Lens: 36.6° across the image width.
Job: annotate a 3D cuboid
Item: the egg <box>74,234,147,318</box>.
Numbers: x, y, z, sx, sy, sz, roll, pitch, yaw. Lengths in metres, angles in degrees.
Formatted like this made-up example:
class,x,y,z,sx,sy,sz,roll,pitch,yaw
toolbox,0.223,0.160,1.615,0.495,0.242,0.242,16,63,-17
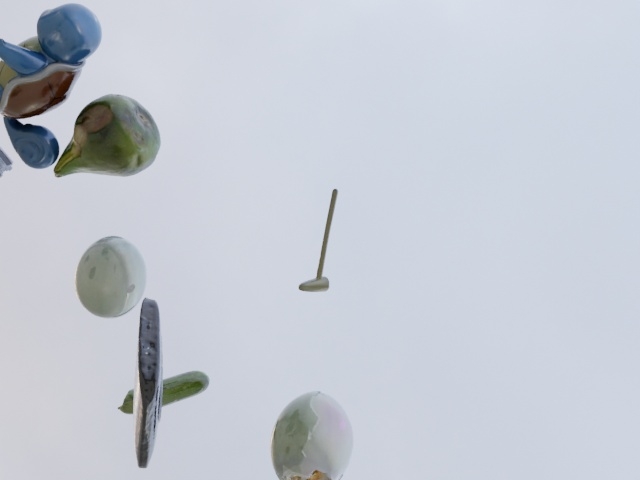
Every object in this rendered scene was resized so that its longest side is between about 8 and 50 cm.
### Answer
class,x,y,z,sx,sy,sz,roll,pitch,yaw
egg,-0.442,0.075,2.052,0.151,0.151,0.209,42,-45,18

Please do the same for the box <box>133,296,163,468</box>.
class,x,y,z,sx,sy,sz,roll,pitch,yaw
box,-0.265,0.217,1.489,0.213,0.042,0.201,-101,-164,-49

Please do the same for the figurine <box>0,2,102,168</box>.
class,x,y,z,sx,sy,sz,roll,pitch,yaw
figurine,-0.673,-0.379,2.250,0.243,0.298,0.416,32,-66,9

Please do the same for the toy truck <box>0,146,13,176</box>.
class,x,y,z,sx,sy,sz,roll,pitch,yaw
toy truck,-0.607,-0.127,1.759,0.123,0.063,0.052,-24,-70,41

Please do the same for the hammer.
class,x,y,z,sx,sy,sz,roll,pitch,yaw
hammer,0.000,0.000,1.746,0.028,0.060,0.195,26,-69,51

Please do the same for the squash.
class,x,y,z,sx,sy,sz,roll,pitch,yaw
squash,-0.391,0.380,2.418,0.069,0.238,0.069,49,-32,47

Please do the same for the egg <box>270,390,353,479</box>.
class,x,y,z,sx,sy,sz,roll,pitch,yaw
egg,-0.017,0.427,2.107,0.183,0.217,0.183,4,-34,3

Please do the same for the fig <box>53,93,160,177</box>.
class,x,y,z,sx,sy,sz,roll,pitch,yaw
fig,-0.529,-0.227,2.326,0.275,0.206,0.206,-30,-82,21
